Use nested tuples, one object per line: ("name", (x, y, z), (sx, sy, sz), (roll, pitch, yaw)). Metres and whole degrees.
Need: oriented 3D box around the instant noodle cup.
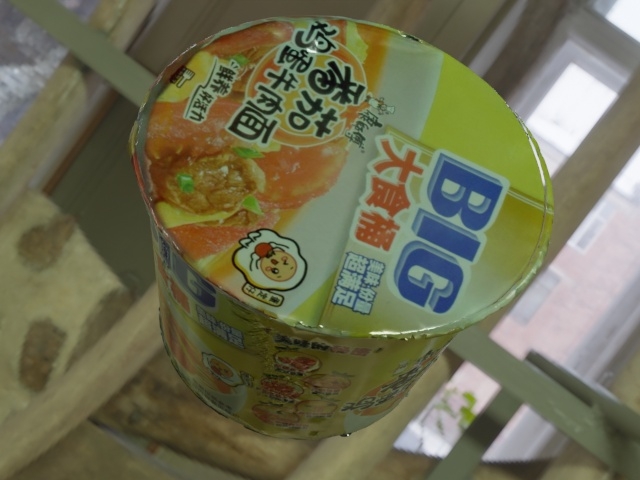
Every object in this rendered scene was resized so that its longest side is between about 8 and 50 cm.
("instant noodle cup", (0.000, 0.000, 0.567), (0.205, 0.205, 0.153), (37, -33, 13))
